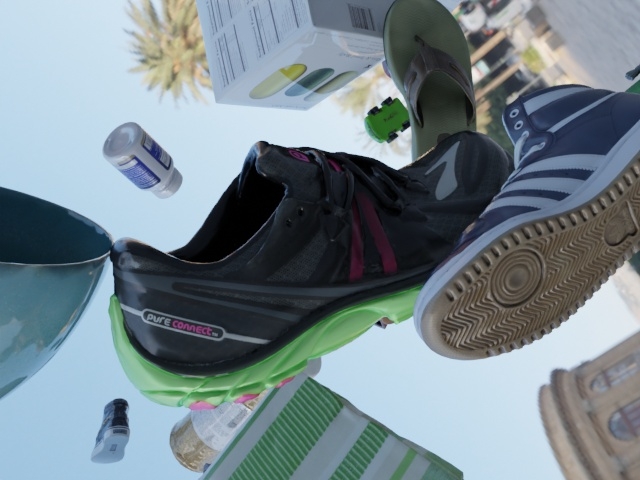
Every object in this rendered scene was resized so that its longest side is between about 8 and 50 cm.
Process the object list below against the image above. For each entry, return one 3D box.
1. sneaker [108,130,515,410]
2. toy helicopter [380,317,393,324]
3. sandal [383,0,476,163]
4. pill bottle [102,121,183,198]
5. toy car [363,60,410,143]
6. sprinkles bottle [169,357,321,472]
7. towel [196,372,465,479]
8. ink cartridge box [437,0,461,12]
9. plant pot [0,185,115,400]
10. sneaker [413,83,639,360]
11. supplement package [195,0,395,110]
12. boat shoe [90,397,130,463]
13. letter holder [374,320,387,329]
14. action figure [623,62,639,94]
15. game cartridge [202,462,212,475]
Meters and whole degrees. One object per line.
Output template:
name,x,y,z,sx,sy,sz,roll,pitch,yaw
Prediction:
sneaker,0.018,-0.019,0.711,0.482,0.185,0.202,-28,-73,-29
toy helicopter,0.135,0.011,1.011,0.140,0.355,0.235,62,171,-29
sandal,0.169,-0.202,1.004,0.086,0.120,0.303,118,140,-87
pill bottle,-0.414,-0.182,1.698,0.187,0.112,0.112,49,-164,-48
toy car,0.137,-0.219,1.200,0.225,0.053,0.239,-38,-88,-40
sprinkles bottle,-0.148,0.301,1.353,0.121,0.355,0.121,32,-150,-21
towel,0.000,0.326,0.935,0.324,0.248,0.038,26,158,39
ink cartridge box,0.197,-0.485,1.192,0.180,0.224,0.056,15,-111,-16
plant pot,-0.375,0.061,0.718,0.290,0.196,0.290,18,-170,-3
sneaker,0.165,-0.027,0.574,0.099,0.282,0.153,59,170,-32
supplement package,-0.035,-0.349,1.130,0.199,0.262,0.198,-4,-102,-41
boat shoe,-0.428,0.396,1.482,0.065,0.183,0.083,12,-130,-24
letter holder,0.129,0.007,1.610,0.151,0.302,0.214,21,159,22
action figure,0.479,-0.216,1.035,0.063,0.232,0.137,13,152,49
game cartridge,-0.182,0.435,1.263,0.056,0.017,0.083,29,-156,-21
